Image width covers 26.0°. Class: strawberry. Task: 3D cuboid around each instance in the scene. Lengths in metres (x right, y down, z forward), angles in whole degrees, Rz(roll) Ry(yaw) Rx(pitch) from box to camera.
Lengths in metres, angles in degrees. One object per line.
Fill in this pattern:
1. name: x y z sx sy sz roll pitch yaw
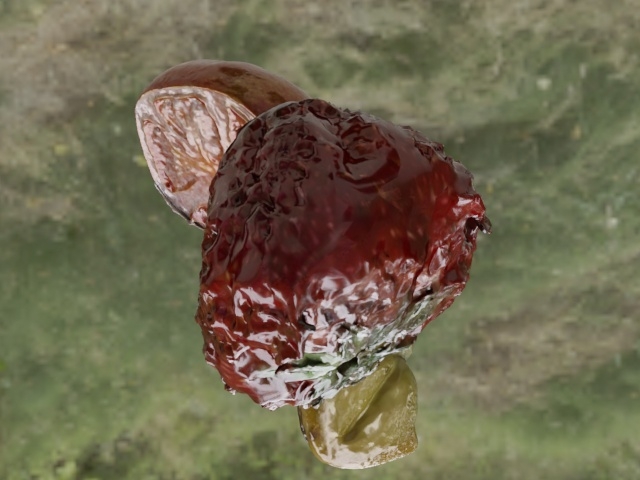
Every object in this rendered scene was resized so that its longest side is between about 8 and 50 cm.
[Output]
1. strawberry: 0.000 0.000 1.162 0.274 0.220 0.274 -29 161 -11

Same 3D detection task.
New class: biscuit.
1. biscuit: 0.056 0.112 1.538 0.154 0.299 0.045 8 -170 -16

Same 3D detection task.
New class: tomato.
1. tomato: -0.071 -0.090 1.382 0.236 0.237 0.095 -7 -147 49
